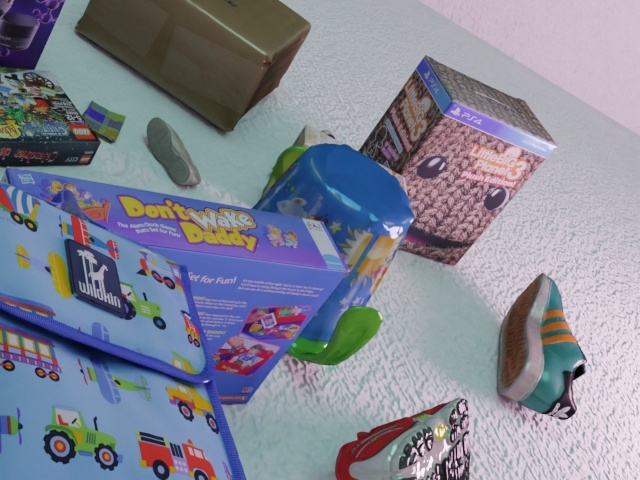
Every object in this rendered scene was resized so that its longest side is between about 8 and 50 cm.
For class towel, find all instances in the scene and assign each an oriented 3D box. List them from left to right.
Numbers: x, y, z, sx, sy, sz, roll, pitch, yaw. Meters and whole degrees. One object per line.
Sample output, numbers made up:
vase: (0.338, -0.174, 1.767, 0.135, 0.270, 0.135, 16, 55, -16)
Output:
towel: (-0.325, -0.178, 1.283, 0.060, 0.009, 0.083, 27, 31, -14)

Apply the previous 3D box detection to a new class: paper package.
paper package: (-0.212, -0.382, 1.536, 0.325, 0.168, 0.309, 34, 28, -2)

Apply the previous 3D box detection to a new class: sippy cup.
sippy cup: (0.000, 0.000, 1.148, 0.305, 0.224, 0.240, 46, 32, 16)

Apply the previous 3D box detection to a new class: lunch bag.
lunch bag: (-0.181, 0.088, 0.609, 0.221, 0.138, 0.293, 26, 39, -43)

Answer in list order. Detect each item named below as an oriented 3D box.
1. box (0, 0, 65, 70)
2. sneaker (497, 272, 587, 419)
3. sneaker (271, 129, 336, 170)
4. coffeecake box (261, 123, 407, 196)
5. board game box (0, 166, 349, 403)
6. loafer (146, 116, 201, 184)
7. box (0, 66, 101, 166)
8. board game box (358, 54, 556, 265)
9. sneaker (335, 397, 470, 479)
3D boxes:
box: (-0.497, -0.341, 1.167, 0.261, 0.184, 0.103, 2, 43, -44)
sneaker: (0.367, 0.175, 1.403, 0.121, 0.108, 0.302, 34, 38, -5)
sneaker: (-0.011, -0.129, 1.491, 0.084, 0.069, 0.185, 47, 37, 3)
coffeecake box: (0.021, -0.073, 1.354, 0.186, 0.142, 0.068, 27, 31, -16)
board game box: (-0.175, 0.065, 0.865, 0.347, 0.233, 0.078, 9, 39, -39)
loafer: (-0.221, -0.131, 1.299, 0.125, 0.045, 0.039, 57, 19, 22)
box: (-0.427, -0.165, 1.126, 0.233, 0.044, 0.159, -8, 51, -50)
board game box: (0.207, -0.128, 1.475, 0.232, 0.291, 0.141, 16, 35, -29)
sneaker: (0.105, 0.245, 1.032, 0.279, 0.118, 0.107, 10, 77, -61)
